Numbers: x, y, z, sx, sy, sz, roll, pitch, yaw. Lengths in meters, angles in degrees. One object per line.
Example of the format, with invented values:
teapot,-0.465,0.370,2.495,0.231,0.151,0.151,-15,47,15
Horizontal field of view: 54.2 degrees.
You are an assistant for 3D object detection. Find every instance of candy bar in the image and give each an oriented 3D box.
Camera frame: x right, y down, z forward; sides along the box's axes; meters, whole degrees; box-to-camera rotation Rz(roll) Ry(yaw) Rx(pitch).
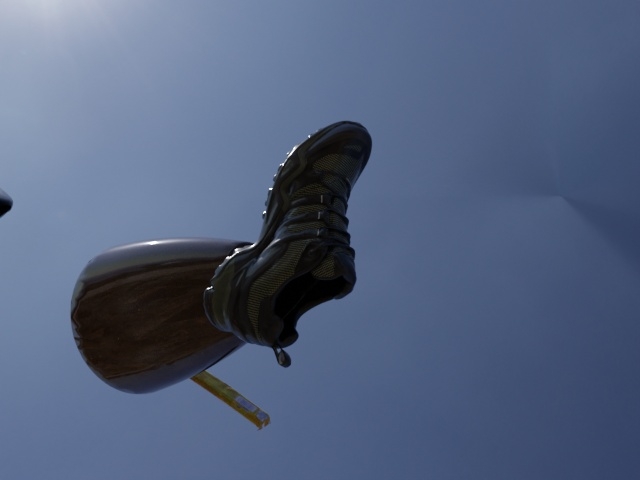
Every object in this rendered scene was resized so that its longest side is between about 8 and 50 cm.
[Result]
candy bar,-0.146,0.237,0.961,0.161,0.040,0.018,32,-74,12

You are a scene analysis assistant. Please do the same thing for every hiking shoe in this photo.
hiking shoe,0.000,0.000,0.557,0.114,0.086,0.227,26,-99,34

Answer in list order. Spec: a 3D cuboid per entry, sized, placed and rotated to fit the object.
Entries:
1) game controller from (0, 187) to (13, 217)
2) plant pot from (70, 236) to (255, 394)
game controller,-0.400,-0.084,0.477,0.166,0.319,0.067,19,-92,27
plant pot,-0.168,0.082,0.824,0.230,0.215,0.216,-17,-92,36
